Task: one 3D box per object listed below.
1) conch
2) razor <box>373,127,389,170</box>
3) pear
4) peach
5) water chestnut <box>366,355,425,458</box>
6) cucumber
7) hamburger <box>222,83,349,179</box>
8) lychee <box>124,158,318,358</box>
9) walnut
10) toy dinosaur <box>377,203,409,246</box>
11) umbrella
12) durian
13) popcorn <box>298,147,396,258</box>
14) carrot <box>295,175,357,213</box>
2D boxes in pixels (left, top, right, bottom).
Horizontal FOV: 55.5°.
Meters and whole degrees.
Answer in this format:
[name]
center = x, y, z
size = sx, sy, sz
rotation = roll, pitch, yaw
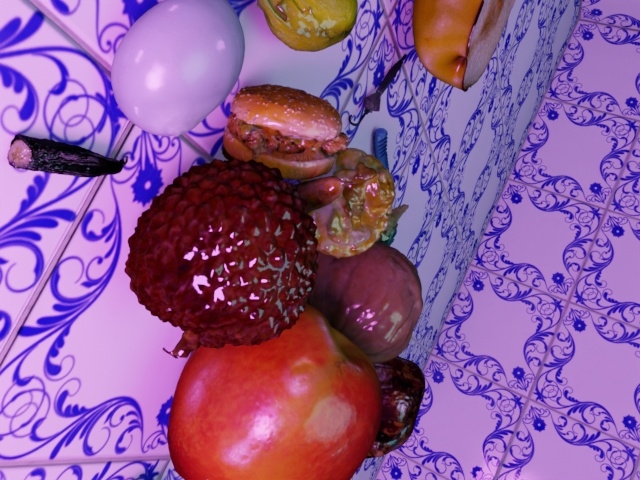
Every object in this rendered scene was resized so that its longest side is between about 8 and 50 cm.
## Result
[conch]
center = -0.164, -0.221, 0.765
size = 0.221, 0.121, 0.185
rotation = -57, -176, -34
[razor]
center = 0.155, -0.177, 1.534
size = 0.082, 0.042, 0.253
rotation = -50, 150, -32
[pear]
center = 0.314, -0.536, 1.374
size = 0.386, 0.191, 0.340
rotation = -56, 157, -27
[peach]
center = -0.085, 0.296, 1.071
size = 0.388, 0.388, 0.388
rotation = -46, 148, -40
[water chestnut]
center = 0.136, 0.431, 1.742
size = 0.347, 0.335, 0.335
rotation = -86, 180, -55
[cucumber]
center = -0.281, -0.090, 0.704
size = 0.039, 0.043, 0.163
rotation = -35, 163, 20
[hamburger]
center = -0.048, -0.169, 0.931
size = 0.182, 0.191, 0.118
rotation = -85, -169, -61
[lychee]
center = -0.132, 0.032, 0.836
size = 0.264, 0.264, 0.300
rotation = 5, 112, -65
[walnut]
center = 0.082, 0.133, 1.322
size = 0.296, 0.285, 0.285
rotation = -40, -178, 46
[toy dinosaur]
center = 0.163, -0.031, 1.602
size = 0.259, 0.094, 0.153
rotation = -26, 141, -52
[umbrella]
center = 0.141, -0.335, 1.370
size = 0.269, 0.044, 0.044
rotation = -52, -178, -30
[durian]
center = -0.017, -0.366, 0.949
size = 0.250, 0.101, 0.139
rotation = -42, 110, -45
[popcorn]
center = 0.050, -0.074, 1.224
size = 0.204, 0.184, 0.221
rotation = 33, 81, -38
[carrot]
center = -0.051, -0.049, 0.952
size = 0.078, 0.298, 0.078
rotation = 21, 59, -40
